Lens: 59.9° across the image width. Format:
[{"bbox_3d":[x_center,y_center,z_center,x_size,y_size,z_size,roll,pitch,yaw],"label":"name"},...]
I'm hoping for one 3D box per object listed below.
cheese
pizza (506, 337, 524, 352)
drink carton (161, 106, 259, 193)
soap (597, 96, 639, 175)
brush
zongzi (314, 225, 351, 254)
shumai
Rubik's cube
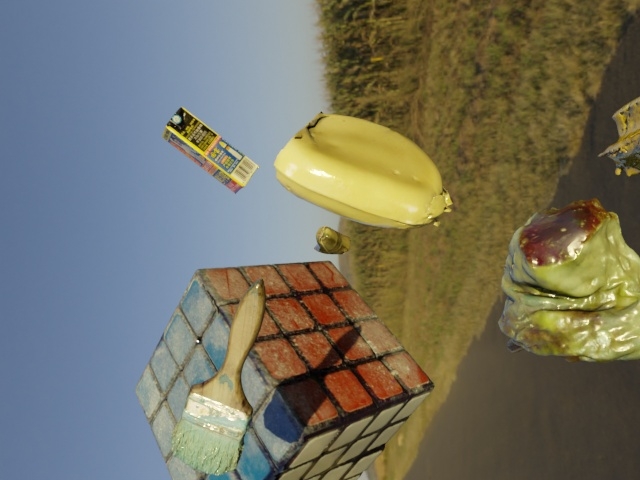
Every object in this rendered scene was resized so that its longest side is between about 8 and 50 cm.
[{"bbox_3d":[0.093,-0.120,1.021,0.259,0.316,0.128,-63,-8,-48],"label":"cheese"},{"bbox_3d":[0.598,0.220,1.505,0.199,0.062,0.188,-44,-4,-43],"label":"pizza"},{"bbox_3d":[-0.193,-0.157,0.974,0.056,0.166,0.071,-57,15,-20],"label":"drink carton"},{"bbox_3d":[0.713,-0.163,0.973,0.169,0.304,0.338,-59,-1,-5],"label":"soap"},{"bbox_3d":[-0.083,0.122,0.501,0.021,0.070,0.196,-45,-24,-77],"label":"brush"},{"bbox_3d":[0.000,0.000,0.961,0.076,0.083,0.040,29,-113,-48],"label":"zongzi"},{"bbox_3d":[0.460,0.047,1.002,0.304,0.309,0.263,-47,-58,-60],"label":"shumai"},{"bbox_3d":[-0.076,0.267,0.996,0.344,0.344,0.337,52,123,32],"label":"Rubik's cube"}]
